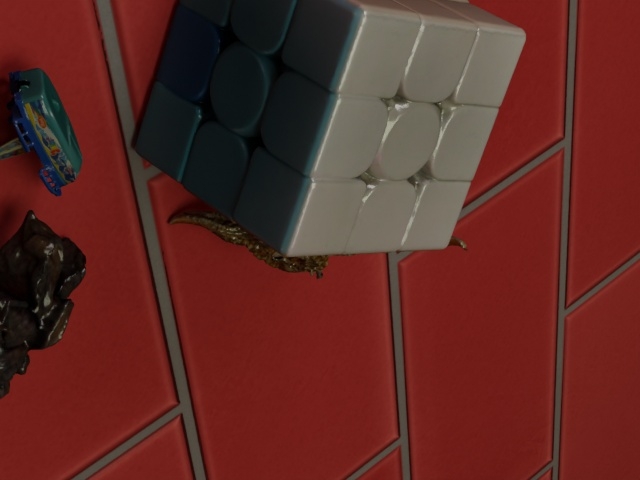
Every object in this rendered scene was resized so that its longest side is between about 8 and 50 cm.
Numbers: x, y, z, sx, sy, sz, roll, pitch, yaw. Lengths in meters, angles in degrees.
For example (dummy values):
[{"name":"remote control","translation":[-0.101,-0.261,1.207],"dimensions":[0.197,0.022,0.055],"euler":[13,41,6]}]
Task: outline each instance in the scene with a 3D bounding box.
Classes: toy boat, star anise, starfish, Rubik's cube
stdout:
[{"name":"toy boat","translation":[-0.318,-0.102,1.591],"dimensions":[0.110,0.091,0.175],"euler":[-15,141,2]},{"name":"star anise","translation":[-0.332,0.080,1.642],"dimensions":[0.214,0.099,0.220],"euler":[9,106,-83]},{"name":"starfish","translation":[-0.022,0.002,1.840],"dimensions":[0.293,0.301,0.084],"euler":[12,85,-48]},{"name":"Rubik's cube","translation":[0.008,-0.171,1.715],"dimensions":[0.291,0.291,0.290],"euler":[-3,119,-47]}]
